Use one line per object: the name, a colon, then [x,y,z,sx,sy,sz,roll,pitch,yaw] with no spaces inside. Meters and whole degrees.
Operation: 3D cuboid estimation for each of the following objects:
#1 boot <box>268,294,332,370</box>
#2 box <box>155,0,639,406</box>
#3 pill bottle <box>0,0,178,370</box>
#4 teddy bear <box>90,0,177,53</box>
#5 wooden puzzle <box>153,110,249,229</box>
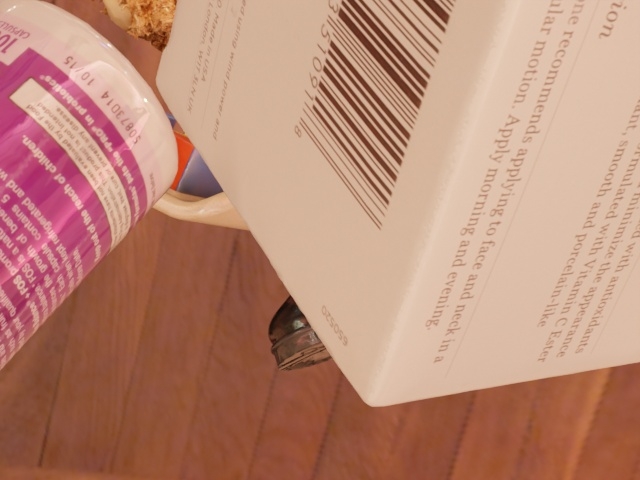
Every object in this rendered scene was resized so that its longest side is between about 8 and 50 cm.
boot: [0.000,0.000,0.608,0.045,0.121,0.099,-25,81,25]
box: [0.046,-0.079,0.444,0.119,0.182,0.181,-6,131,-29]
pill bottle: [-0.237,0.005,0.853,0.301,0.169,0.169,-50,120,-27]
teddy bear: [-0.150,-0.259,1.617,0.338,0.245,0.113,31,99,-36]
wooden puzzle: [-0.174,-0.092,1.389,0.348,0.322,0.080,21,95,20]
